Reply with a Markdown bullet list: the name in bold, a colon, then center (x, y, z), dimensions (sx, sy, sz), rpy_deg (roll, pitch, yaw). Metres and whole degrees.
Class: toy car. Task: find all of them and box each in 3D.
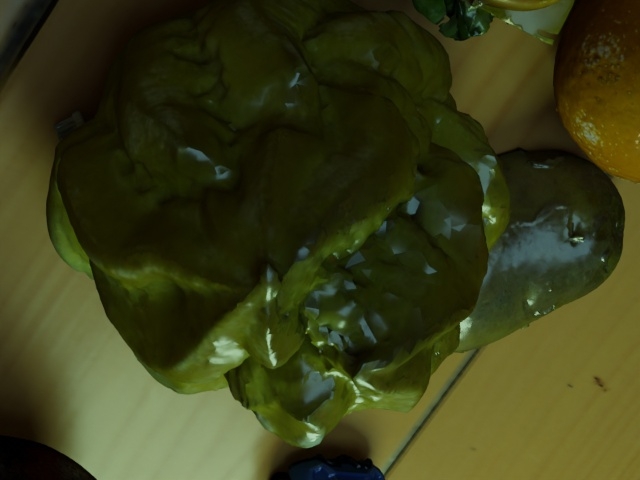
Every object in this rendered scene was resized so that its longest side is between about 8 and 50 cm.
- **toy car**: center (-0.012, 0.279, 1.077), dimensions (0.103, 0.063, 0.216), rpy_deg (10, 112, -30)

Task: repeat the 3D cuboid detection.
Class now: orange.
- **orange**: center (0.269, -0.128, 0.924), dimensions (0.193, 0.161, 0.193), rpy_deg (-14, 126, -21)

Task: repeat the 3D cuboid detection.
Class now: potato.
- **potato**: center (0.161, 0.020, 1.006), dimensions (0.200, 0.081, 0.164), rpy_deg (-30, 126, -4)

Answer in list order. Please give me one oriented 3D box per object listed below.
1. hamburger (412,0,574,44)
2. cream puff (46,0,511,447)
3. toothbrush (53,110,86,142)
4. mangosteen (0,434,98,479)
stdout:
- **hamburger**: center (0.125, -0.226, 0.844), dimensions (0.164, 0.093, 0.189), rpy_deg (32, 99, -32)
- **cream puff**: center (0.001, 0.001, 0.807), dimensions (0.291, 0.257, 0.324), rpy_deg (-34, 126, -6)
- **toothbrush**: center (-0.124, 0.014, 0.907), dimensions (0.024, 0.018, 0.257), rpy_deg (-29, 125, -4)
- **mangosteen**: center (-0.228, 0.268, 0.850), dimensions (0.236, 0.261, 0.235), rpy_deg (-12, 122, -21)
